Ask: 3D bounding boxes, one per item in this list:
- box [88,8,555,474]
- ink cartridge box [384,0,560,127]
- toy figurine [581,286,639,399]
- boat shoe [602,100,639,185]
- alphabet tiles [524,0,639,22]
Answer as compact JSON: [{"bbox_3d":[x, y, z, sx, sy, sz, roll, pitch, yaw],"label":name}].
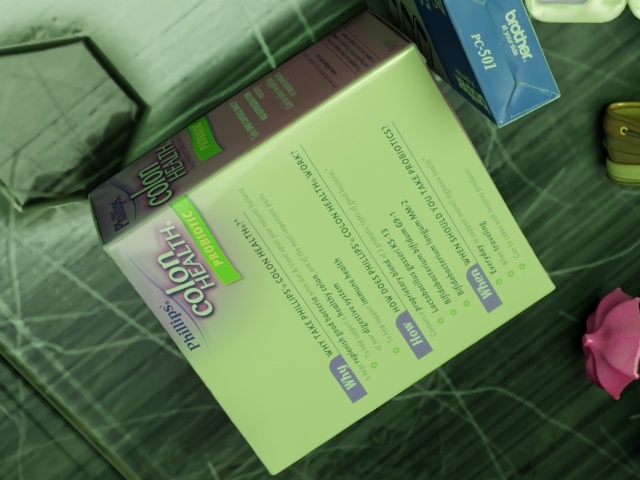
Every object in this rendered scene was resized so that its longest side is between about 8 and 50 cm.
[{"bbox_3d":[0.000,0.000,1.049,0.243,0.117,0.213,-34,114,-1],"label":"box"},{"bbox_3d":[0.083,-0.150,0.963,0.046,0.207,0.097,-28,114,-2],"label":"ink cartridge box"},{"bbox_3d":[0.280,0.095,1.169,0.173,0.130,0.159,-47,106,-18],"label":"toy figurine"},{"bbox_3d":[0.286,-0.078,1.078,0.178,0.064,0.060,-3,115,32],"label":"boat shoe"},{"bbox_3d":[0.209,-0.285,0.986,0.278,0.021,0.284,2,105,8],"label":"alphabet tiles"}]
